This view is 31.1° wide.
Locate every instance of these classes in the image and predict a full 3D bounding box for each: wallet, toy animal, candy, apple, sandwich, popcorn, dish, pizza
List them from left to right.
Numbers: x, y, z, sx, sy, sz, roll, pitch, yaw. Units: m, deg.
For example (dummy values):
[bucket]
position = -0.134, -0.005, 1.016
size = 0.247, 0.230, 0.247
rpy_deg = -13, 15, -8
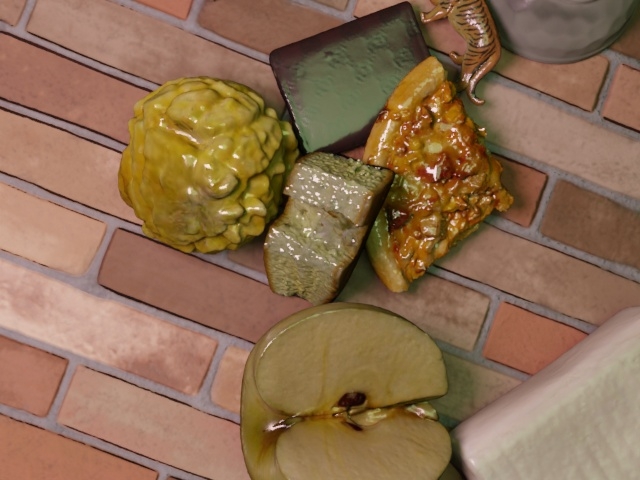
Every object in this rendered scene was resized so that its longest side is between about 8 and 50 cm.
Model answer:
[popcorn]
position = -0.146, -0.103, 1.545
size = 0.225, 0.249, 0.249
rpy_deg = -36, 90, -42
[sandwich]
position = 0.000, 0.000, 1.556
size = 0.122, 0.128, 0.235
rpy_deg = 25, 112, 11
[apple]
position = 0.026, 0.237, 1.532
size = 0.258, 0.233, 0.295
rpy_deg = -4, 75, -26
[wallet]
position = 0.055, -0.227, 1.660
size = 0.229, 0.049, 0.182
rpy_deg = -20, 89, -5
[pizza]
position = 0.166, -0.086, 1.618
size = 0.226, 0.086, 0.335
rpy_deg = 10, 95, -6
[toy animal]
position = 0.205, -0.314, 1.651
size = 0.057, 0.099, 0.241
rpy_deg = -15, 85, -51
[dish]
position = 0.349, -0.403, 1.667
size = 0.303, 0.120, 0.303
rpy_deg = 0, 86, -7
[candy]
position = 0.371, 0.270, 1.608
size = 0.359, 0.145, 0.208
rpy_deg = -33, 90, -6
